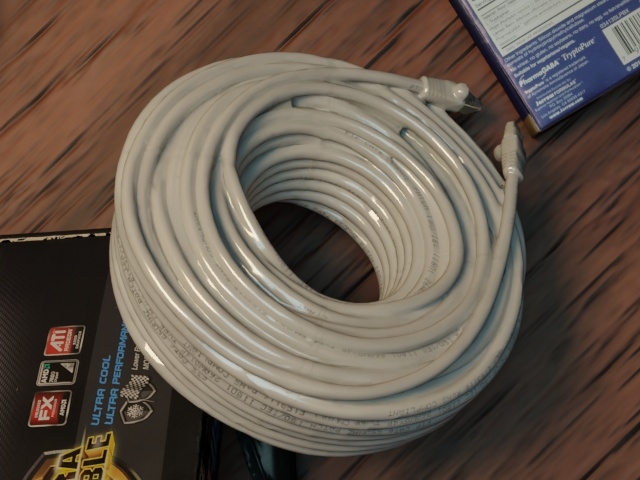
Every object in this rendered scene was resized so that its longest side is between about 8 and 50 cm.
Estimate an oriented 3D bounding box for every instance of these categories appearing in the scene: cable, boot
[{"bbox_3d":[0.000,0.000,0.716,0.257,0.089,0.257,16,52,-15],"label":"cable"},{"bbox_3d":[-0.009,0.109,0.797,0.099,0.045,0.121,-21,84,-1],"label":"boot"}]

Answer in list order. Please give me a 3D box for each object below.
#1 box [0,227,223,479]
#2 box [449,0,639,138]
[{"bbox_3d":[-0.207,0.116,0.711,0.293,0.073,0.296,-3,43,4],"label":"box"},{"bbox_3d":[0.144,-0.200,0.811,0.136,0.036,0.225,-31,86,1],"label":"box"}]
